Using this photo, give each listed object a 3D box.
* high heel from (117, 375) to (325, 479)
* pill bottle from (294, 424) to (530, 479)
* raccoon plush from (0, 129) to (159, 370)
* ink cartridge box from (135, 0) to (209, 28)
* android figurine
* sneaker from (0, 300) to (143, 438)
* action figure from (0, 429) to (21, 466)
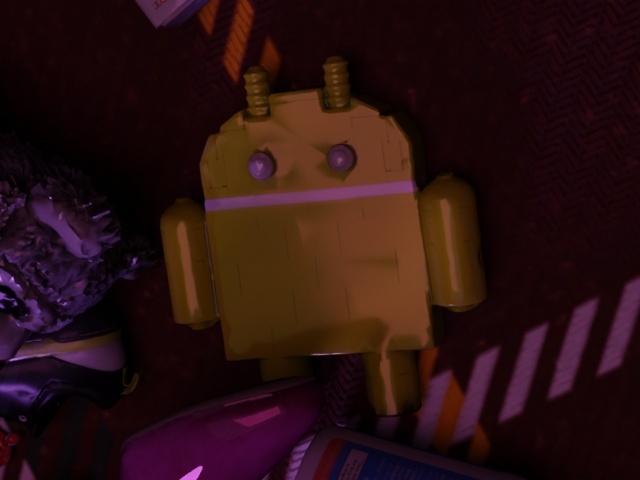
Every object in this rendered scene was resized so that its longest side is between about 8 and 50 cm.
[{"bbox_3d":[-0.101,0.233,1.157,0.377,0.127,0.181,-35,74,43],"label":"high heel"},{"bbox_3d":[0.091,0.221,1.128,0.221,0.124,0.124,14,103,15],"label":"pill bottle"},{"bbox_3d":[-0.290,-0.125,1.152,0.299,0.216,0.446,-5,98,10],"label":"raccoon plush"},{"bbox_3d":[-0.117,-0.231,1.149,0.088,0.052,0.122,-37,86,20],"label":"ink cartridge box"},{"bbox_3d":[0.000,0.000,1.155,0.248,0.056,0.273,-3,101,18],"label":"android figurine"},{"bbox_3d":[-0.257,0.118,1.237,0.234,0.084,0.097,-13,97,19],"label":"sneaker"},{"bbox_3d":[-0.297,0.185,1.291,0.115,0.030,0.038,-27,86,17],"label":"action figure"}]
